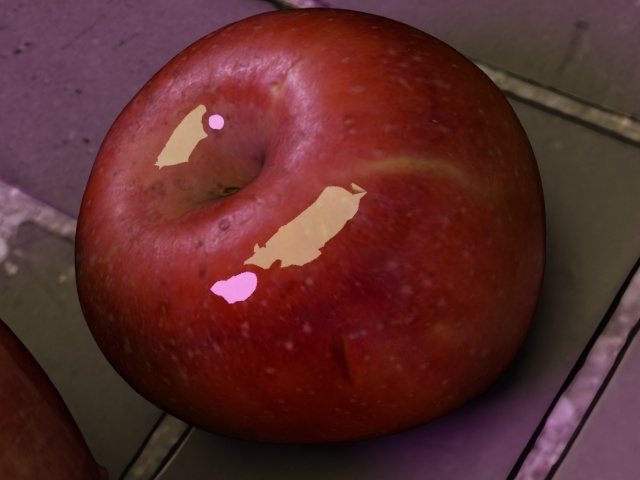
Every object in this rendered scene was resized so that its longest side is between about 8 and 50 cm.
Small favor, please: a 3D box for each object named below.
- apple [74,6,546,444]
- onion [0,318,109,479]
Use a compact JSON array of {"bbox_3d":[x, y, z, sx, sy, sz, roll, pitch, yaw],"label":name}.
[{"bbox_3d":[0.000,0.000,0.672,0.201,0.162,0.201,-17,53,24],"label":"apple"},{"bbox_3d":[-0.231,0.158,0.584,0.353,0.354,0.354,-9,60,16],"label":"onion"}]
